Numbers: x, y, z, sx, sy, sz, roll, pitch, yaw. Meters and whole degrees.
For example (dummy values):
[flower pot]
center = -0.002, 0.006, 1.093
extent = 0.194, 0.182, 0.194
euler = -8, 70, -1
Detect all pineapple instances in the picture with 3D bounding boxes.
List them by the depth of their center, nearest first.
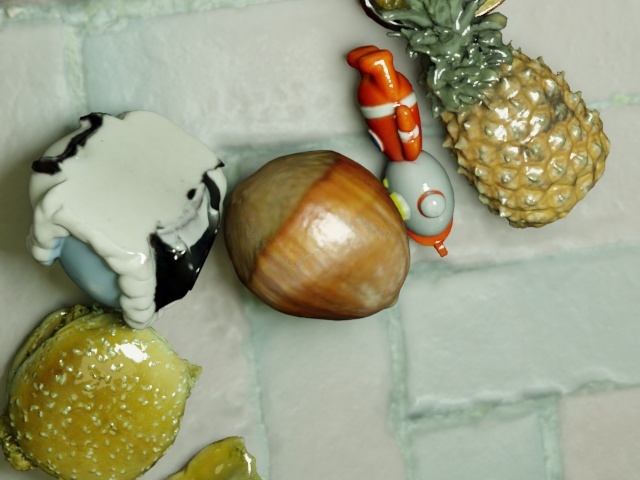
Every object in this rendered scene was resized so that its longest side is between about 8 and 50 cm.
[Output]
[pineapple]
center = 0.162, -0.167, 1.670
extent = 0.169, 0.169, 0.340
euler = -44, 118, 0

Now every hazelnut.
[hazelnut]
center = 0.000, 0.000, 1.685
extent = 0.214, 0.214, 0.176
euler = 38, 82, -11

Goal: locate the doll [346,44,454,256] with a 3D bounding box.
[doll]
center = 0.090, -0.092, 1.721
extent = 0.076, 0.142, 0.245
euler = -20, 107, -7

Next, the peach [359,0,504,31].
[peach]
center = 0.150, -0.338, 1.725
extent = 0.279, 0.068, 0.189
euler = -31, 98, -1

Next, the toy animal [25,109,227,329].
[toy animal]
center = -0.209, -0.019, 1.667
extent = 0.204, 0.208, 0.156
euler = 31, 131, 2

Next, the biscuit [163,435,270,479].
[biscuit]
center = -0.083, 0.407, 1.803
extent = 0.335, 0.078, 0.329
euler = 28, 99, -9

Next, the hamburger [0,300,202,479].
[hamburger]
center = -0.246, 0.176, 1.722
extent = 0.189, 0.122, 0.215
euler = 40, 94, -13
